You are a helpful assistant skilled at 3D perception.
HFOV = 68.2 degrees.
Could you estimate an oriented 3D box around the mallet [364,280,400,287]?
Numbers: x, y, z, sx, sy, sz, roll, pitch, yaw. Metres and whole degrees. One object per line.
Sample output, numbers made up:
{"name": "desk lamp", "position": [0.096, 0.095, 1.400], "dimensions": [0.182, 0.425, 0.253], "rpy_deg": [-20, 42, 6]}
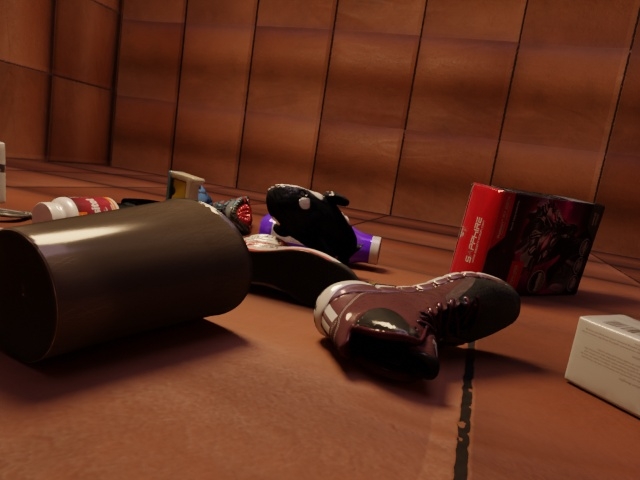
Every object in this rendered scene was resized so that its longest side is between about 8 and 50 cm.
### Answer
{"name": "mallet", "position": [0.174, 0.098, 0.879], "dimensions": [0.190, 0.039, 0.062], "rpy_deg": [5, 11, 8]}

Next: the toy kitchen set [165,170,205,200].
{"name": "toy kitchen set", "position": [-0.338, -0.055, 0.912], "dimensions": [0.122, 0.166, 0.207], "rpy_deg": [12, 9, 19]}

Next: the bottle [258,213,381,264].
{"name": "bottle", "position": [0.000, 0.000, 1.120], "dimensions": [0.283, 0.092, 0.118], "rpy_deg": [10, 8, 11]}

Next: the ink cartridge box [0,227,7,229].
{"name": "ink cartridge box", "position": [-0.456, 0.021, 0.679], "dimensions": [0.099, 0.056, 0.135], "rpy_deg": [5, 10, -15]}

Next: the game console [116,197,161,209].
{"name": "game console", "position": [-0.525, -0.083, 1.317], "dimensions": [0.213, 0.044, 0.361], "rpy_deg": [13, 9, 28]}

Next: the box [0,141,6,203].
{"name": "box", "position": [-0.721, -0.137, 0.888], "dimensions": [0.182, 0.119, 0.181], "rpy_deg": [13, 12, 39]}

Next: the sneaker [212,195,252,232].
{"name": "sneaker", "position": [-0.268, -0.070, 1.388], "dimensions": [0.125, 0.104, 0.262], "rpy_deg": [-10, 6, -4]}

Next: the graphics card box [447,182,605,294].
{"name": "graphics card box", "position": [0.475, 0.006, 1.082], "dimensions": [0.371, 0.232, 0.094], "rpy_deg": [4, 15, -31]}

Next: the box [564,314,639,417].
{"name": "box", "position": [0.376, 0.147, 0.569], "dimensions": [0.102, 0.087, 0.101], "rpy_deg": [4, 10, -29]}

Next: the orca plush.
{"name": "orca plush", "position": [-0.002, 0.008, 0.867], "dimensions": [0.151, 0.102, 0.287], "rpy_deg": [-15, -32, 9]}

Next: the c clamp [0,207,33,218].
{"name": "c clamp", "position": [-0.725, -0.064, 1.076], "dimensions": [0.161, 0.022, 0.137], "rpy_deg": [9, 7, -11]}

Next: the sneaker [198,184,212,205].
{"name": "sneaker", "position": [-0.360, -0.136, 1.389], "dimensions": [0.069, 0.082, 0.209], "rpy_deg": [-10, 10, -7]}

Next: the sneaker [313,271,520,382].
{"name": "sneaker", "position": [0.140, 0.114, 0.571], "dimensions": [0.281, 0.106, 0.162], "rpy_deg": [-4, 16, -9]}

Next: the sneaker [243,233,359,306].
{"name": "sneaker", "position": [-0.048, 0.042, 0.820], "dimensions": [0.270, 0.090, 0.145], "rpy_deg": [9, 11, 17]}

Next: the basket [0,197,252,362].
{"name": "basket", "position": [-0.224, 0.037, 0.528], "dimensions": [0.204, 0.154, 0.227], "rpy_deg": [15, 15, 25]}

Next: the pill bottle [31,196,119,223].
{"name": "pill bottle", "position": [-0.499, -0.047, 0.972], "dimensions": [0.086, 0.086, 0.152], "rpy_deg": [13, 11, 25]}
